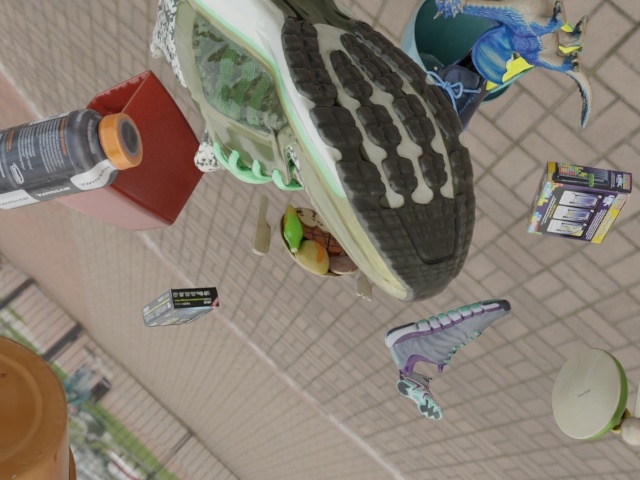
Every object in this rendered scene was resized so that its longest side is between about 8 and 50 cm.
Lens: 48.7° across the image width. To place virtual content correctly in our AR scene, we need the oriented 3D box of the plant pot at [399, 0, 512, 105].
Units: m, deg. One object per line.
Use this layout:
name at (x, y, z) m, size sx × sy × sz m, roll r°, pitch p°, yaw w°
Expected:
plant pot at (0.307, -0.438, 1.743) m, size 0.290 × 0.290 × 0.195 m, roll 48°, pitch 154°, yaw -7°

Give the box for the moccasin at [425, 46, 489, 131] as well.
moccasin at (0.286, -0.334, 1.523) m, size 0.138 × 0.342 × 0.116 m, roll 22°, pitch 148°, yaw 26°

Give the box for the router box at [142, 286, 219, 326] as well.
router box at (-0.250, 0.119, 1.262) m, size 0.122 × 0.092 × 0.038 m, roll -31°, pitch 65°, yaw 47°

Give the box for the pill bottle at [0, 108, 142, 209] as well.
pill bottle at (-0.414, -0.136, 1.135) m, size 0.246 × 0.130 × 0.130 m, roll -11°, pitch 132°, yaw 12°

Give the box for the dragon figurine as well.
dragon figurine at (0.236, -0.242, 0.848) m, size 0.144 × 0.085 × 0.289 m, roll 2°, pitch 157°, yaw 35°

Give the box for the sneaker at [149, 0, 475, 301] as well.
sneaker at (-0.030, -0.101, 0.579) m, size 0.410 × 0.158 × 0.182 m, roll 59°, pitch 135°, yaw 28°

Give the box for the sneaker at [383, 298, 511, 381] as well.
sneaker at (0.228, 0.171, 1.221) m, size 0.083 × 0.224 × 0.098 m, roll 16°, pitch -124°, yaw -78°

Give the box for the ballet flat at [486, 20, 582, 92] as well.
ballet flat at (0.403, -0.360, 1.371) m, size 0.231 × 0.077 × 0.077 m, roll -16°, pitch 105°, yaw 57°

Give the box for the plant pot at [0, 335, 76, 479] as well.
plant pot at (-0.398, 0.235, 0.760) m, size 0.291 × 0.291 × 0.203 m, roll 39°, pitch 125°, yaw 12°

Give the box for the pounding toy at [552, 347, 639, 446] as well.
pounding toy at (0.575, 0.313, 1.383) m, size 0.110 × 0.182 × 0.237 m, roll 21°, pitch 166°, yaw -19°

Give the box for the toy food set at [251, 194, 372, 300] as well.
toy food set at (0.000, 0.000, 0.995) m, size 0.192 × 0.132 × 0.038 m, roll 24°, pitch 130°, yaw -23°

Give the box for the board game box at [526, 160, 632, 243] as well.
board game box at (0.456, -0.066, 1.261) m, size 0.141 × 0.048 × 0.170 m, roll 9°, pitch 151°, yaw 7°

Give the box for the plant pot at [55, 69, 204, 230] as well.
plant pot at (-0.404, -0.163, 1.515) m, size 0.267 × 0.267 × 0.236 m, roll -4°, pitch 142°, yaw 47°

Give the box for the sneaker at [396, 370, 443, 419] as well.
sneaker at (0.190, 0.270, 1.269) m, size 0.098 × 0.069 × 0.038 m, roll 44°, pitch 126°, yaw 10°
